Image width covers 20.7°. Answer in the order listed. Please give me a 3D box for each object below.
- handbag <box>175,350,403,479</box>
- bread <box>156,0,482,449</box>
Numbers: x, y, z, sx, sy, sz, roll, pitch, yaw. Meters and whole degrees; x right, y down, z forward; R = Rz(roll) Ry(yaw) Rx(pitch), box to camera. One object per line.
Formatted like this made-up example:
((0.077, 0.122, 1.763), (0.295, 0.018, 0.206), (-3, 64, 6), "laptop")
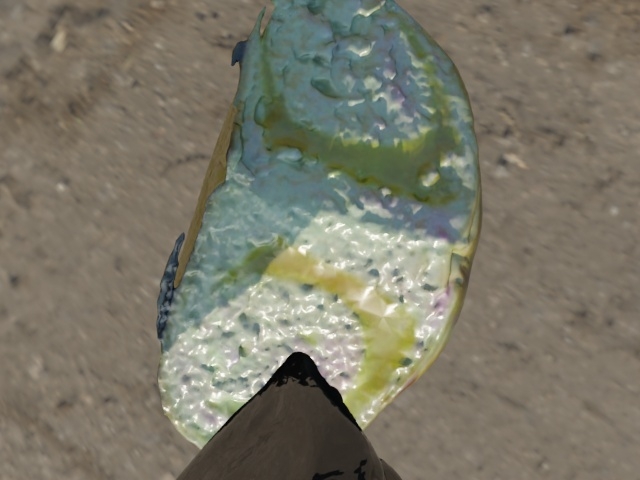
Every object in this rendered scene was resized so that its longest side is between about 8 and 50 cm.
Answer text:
((-0.079, 0.208, 0.776), (0.075, 0.191, 0.332), (33, 94, -20), "handbag")
((0.004, -0.013, 0.982), (0.158, 0.156, 0.260), (18, 107, -4), "bread")
